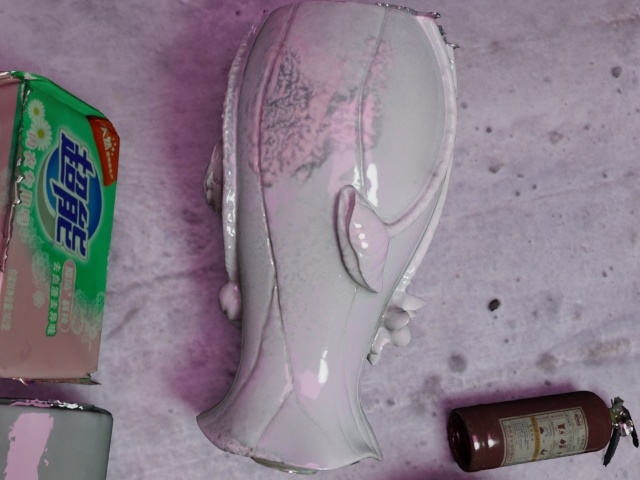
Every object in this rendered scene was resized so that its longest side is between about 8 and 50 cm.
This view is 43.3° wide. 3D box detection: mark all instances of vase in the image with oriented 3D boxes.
[{"bbox_3d":[0.000,0.000,0.803,0.250,0.250,0.445,10,85,-11],"label":"vase"}]

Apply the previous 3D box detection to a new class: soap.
[{"bbox_3d":[-0.274,-0.002,0.763,0.098,0.218,0.273,1,79,16],"label":"soap"}]

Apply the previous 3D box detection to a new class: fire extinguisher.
[{"bbox_3d":[0.261,0.222,0.913,0.231,0.071,0.099,-3,111,-15],"label":"fire extinguisher"}]

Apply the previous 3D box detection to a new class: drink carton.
[{"bbox_3d":[-0.269,0.248,0.739,0.191,0.185,0.189,7,70,-10],"label":"drink carton"}]
